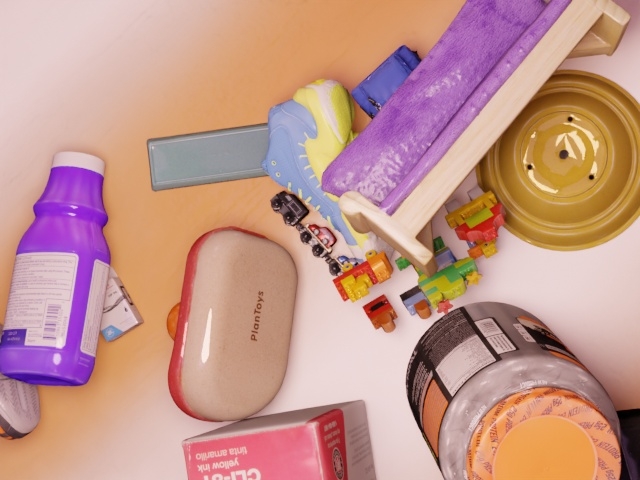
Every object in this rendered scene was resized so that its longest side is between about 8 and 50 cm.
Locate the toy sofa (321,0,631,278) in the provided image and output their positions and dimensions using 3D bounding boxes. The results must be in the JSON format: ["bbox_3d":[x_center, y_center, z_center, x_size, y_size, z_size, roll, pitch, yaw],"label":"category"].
[{"bbox_3d":[0.159,-0.149,1.671,0.177,0.150,0.362,40,89,8],"label":"toy sofa"}]

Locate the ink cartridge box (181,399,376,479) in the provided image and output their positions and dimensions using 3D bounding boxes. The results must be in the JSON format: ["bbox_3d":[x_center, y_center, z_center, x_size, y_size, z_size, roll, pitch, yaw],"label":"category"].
[{"bbox_3d":[-0.018,0.390,1.722,0.160,0.279,0.385,-10,86,11],"label":"ink cartridge box"}]

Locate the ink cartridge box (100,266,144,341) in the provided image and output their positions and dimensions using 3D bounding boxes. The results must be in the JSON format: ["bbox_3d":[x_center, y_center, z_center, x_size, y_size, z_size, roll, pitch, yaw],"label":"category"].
[{"bbox_3d":[-0.263,0.079,1.905,0.048,0.028,0.083,-32,83,9],"label":"ink cartridge box"}]

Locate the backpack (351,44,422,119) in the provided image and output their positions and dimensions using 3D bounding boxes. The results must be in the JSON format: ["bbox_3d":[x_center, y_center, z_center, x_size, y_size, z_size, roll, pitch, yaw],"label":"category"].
[{"bbox_3d":[0.104,-0.157,1.807,0.098,0.101,0.120,-42,83,14],"label":"backpack"}]

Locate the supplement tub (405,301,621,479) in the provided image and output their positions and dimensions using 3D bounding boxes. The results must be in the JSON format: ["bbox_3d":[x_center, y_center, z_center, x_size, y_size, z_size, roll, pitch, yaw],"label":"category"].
[{"bbox_3d":[0.207,0.192,1.650,0.193,0.316,0.194,-1,103,-6],"label":"supplement tub"}]

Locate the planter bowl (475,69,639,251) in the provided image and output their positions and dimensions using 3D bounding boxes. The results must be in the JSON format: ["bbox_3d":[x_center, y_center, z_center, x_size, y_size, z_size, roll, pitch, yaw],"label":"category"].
[{"bbox_3d":[0.284,-0.097,1.776,0.217,0.090,0.217,0,88,10],"label":"planter bowl"}]

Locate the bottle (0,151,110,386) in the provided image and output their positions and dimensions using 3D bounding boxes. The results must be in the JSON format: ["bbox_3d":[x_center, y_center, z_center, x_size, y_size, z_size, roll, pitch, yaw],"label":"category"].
[{"bbox_3d":[-0.316,0.034,1.864,0.118,0.092,0.283,-2,73,28],"label":"bottle"}]

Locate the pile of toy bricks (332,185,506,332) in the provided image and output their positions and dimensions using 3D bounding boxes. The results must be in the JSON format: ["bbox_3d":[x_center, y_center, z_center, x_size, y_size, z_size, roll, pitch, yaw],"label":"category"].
[{"bbox_3d":[0.133,0.042,1.771,0.212,0.118,0.105,-30,38,-1],"label":"pile of toy bricks"}]

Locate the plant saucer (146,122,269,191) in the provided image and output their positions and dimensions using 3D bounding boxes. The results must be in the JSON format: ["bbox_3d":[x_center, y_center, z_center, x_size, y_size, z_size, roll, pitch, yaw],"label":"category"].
[{"bbox_3d":[-0.123,-0.106,1.890,0.192,0.018,0.067,-7,88,9],"label":"plant saucer"}]

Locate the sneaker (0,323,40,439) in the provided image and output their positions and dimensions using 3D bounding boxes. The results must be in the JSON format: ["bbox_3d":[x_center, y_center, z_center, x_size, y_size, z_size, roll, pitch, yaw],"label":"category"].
[{"bbox_3d":[-0.492,0.153,1.912,0.180,0.124,0.321,-43,71,11],"label":"sneaker"}]

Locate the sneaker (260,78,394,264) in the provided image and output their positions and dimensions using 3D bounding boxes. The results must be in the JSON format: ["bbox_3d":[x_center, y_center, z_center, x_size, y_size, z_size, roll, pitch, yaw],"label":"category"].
[{"bbox_3d":[0.006,-0.071,1.833,0.126,0.091,0.240,-11,99,31],"label":"sneaker"}]

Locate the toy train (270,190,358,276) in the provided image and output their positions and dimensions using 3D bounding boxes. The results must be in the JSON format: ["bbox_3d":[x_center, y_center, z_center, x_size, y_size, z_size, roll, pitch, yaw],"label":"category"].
[{"bbox_3d":[0.000,0.000,1.860,0.036,0.027,0.158,-41,81,-4],"label":"toy train"}]

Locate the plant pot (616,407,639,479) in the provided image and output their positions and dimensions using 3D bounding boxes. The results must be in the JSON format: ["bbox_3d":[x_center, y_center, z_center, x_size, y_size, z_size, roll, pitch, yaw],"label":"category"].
[{"bbox_3d":[0.411,0.266,1.704,0.167,0.187,0.188,-16,85,-3],"label":"plant pot"}]

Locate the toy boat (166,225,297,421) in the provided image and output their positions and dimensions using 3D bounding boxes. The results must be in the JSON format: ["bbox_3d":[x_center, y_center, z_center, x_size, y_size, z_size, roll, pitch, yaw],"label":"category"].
[{"bbox_3d":[-0.127,0.102,1.835,0.151,0.151,0.231,-5,73,47],"label":"toy boat"}]
